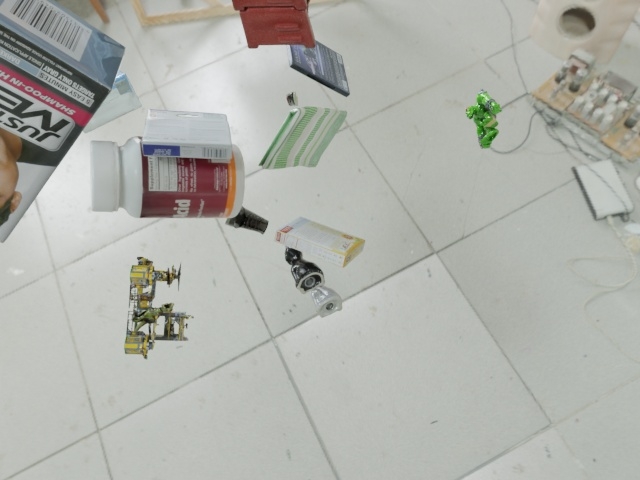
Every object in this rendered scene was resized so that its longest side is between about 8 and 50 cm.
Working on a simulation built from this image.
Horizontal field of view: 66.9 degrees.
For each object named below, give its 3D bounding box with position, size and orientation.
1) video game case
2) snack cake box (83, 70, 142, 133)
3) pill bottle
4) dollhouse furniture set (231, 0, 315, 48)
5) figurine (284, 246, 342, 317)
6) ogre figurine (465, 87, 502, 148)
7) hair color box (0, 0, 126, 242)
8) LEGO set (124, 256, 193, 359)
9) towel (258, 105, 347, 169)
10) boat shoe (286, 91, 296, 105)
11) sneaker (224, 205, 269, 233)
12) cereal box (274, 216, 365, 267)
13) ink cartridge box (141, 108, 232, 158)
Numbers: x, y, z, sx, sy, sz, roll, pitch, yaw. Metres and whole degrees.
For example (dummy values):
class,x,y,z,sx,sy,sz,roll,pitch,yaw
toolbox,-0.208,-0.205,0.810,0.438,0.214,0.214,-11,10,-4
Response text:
class,x,y,z,sx,sy,sz,roll,pitch,yaw
video game case,-0.011,-0.647,1.745,0.026,0.274,0.196,-31,58,40
snack cake box,-0.574,-0.372,1.215,0.152,0.089,0.264,-35,43,-19
pill bottle,-0.429,-0.173,1.360,0.392,0.224,0.224,-1,62,-26
dollhouse furniture set,-0.183,-0.447,0.794,0.374,0.152,0.201,6,65,12
figurine,-0.032,0.120,1.562,0.092,0.215,0.209,-35,37,-1
ogre figurine,0.519,-0.389,1.528,0.096,0.197,0.118,-24,59,19
hair color box,-0.453,-0.165,0.670,0.374,0.185,0.114,-36,42,31
LEGO set,-0.515,0.219,1.591,0.192,0.255,0.331,4,80,-11
towel,-0.050,-0.343,1.647,0.038,0.325,0.248,45,119,18
boat shoe,-0.105,-0.518,1.781,0.042,0.133,0.049,0,98,-1
sneaker,-0.252,-0.072,1.705,0.118,0.222,0.083,25,98,4
cereal box,0.000,0.000,1.507,0.240,0.173,0.047,20,114,19
ink cartridge box,-0.353,-0.284,1.292,0.223,0.045,0.224,0,35,-14
